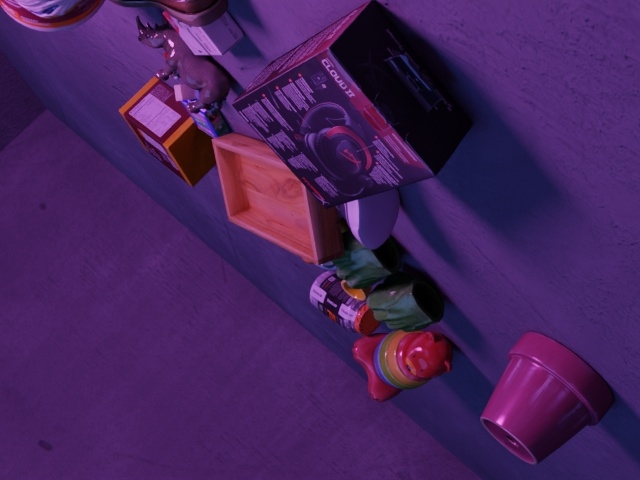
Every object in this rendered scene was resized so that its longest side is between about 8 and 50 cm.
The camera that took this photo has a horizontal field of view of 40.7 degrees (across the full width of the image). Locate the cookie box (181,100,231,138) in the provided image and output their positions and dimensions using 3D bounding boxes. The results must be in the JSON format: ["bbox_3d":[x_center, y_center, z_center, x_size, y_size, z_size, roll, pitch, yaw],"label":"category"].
[{"bbox_3d":[-0.266,-0.289,2.008,0.092,0.040,0.107,34,165,34],"label":"cookie box"}]

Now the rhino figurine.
[{"bbox_3d":[-0.276,-0.358,1.721,0.243,0.073,0.106,46,134,-8],"label":"rhino figurine"}]

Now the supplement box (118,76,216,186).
[{"bbox_3d":[-0.370,-0.273,2.176,0.194,0.129,0.191,37,166,26],"label":"supplement box"}]

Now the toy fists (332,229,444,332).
[{"bbox_3d":[0.135,0.083,1.815,0.142,0.096,0.279,-23,117,44],"label":"toy fists"}]

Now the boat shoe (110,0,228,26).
[{"bbox_3d":[-0.277,-0.447,1.422,0.307,0.111,0.104,22,154,34],"label":"boat shoe"}]

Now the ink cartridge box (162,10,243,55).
[{"bbox_3d":[-0.206,-0.378,1.508,0.099,0.056,0.135,51,166,-27],"label":"ink cartridge box"}]

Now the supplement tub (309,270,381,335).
[{"bbox_3d":[0.071,0.167,2.283,0.190,0.117,0.117,32,163,41],"label":"supplement tub"}]

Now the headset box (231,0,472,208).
[{"bbox_3d":[0.045,-0.175,1.169,0.218,0.110,0.293,47,152,-17],"label":"headset box"}]

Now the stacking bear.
[{"bbox_3d":[0.225,0.292,2.138,0.175,0.164,0.289,67,156,3],"label":"stacking bear"}]

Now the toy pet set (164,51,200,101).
[{"bbox_3d":[-0.276,-0.354,1.844,0.122,0.065,0.114,14,113,60],"label":"toy pet set"}]

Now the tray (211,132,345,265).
[{"bbox_3d":[-0.097,-0.101,1.861,0.411,0.076,0.203,24,129,54],"label":"tray"}]

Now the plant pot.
[{"bbox_3d":[0.397,0.299,1.574,0.201,0.180,0.201,41,166,12],"label":"plant pot"}]

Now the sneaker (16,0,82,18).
[{"bbox_3d":[-0.370,-0.439,1.321,0.131,0.296,0.112,26,-136,-61],"label":"sneaker"}]

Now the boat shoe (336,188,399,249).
[{"bbox_3d":[0.052,-0.104,1.495,0.102,0.108,0.301,33,161,37],"label":"boat shoe"}]

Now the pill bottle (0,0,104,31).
[{"bbox_3d":[-0.498,-0.540,1.489,0.224,0.224,0.392,43,168,3],"label":"pill bottle"}]

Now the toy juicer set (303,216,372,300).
[{"bbox_3d":[0.000,0.000,1.936,0.329,0.089,0.209,39,155,2],"label":"toy juicer set"}]
